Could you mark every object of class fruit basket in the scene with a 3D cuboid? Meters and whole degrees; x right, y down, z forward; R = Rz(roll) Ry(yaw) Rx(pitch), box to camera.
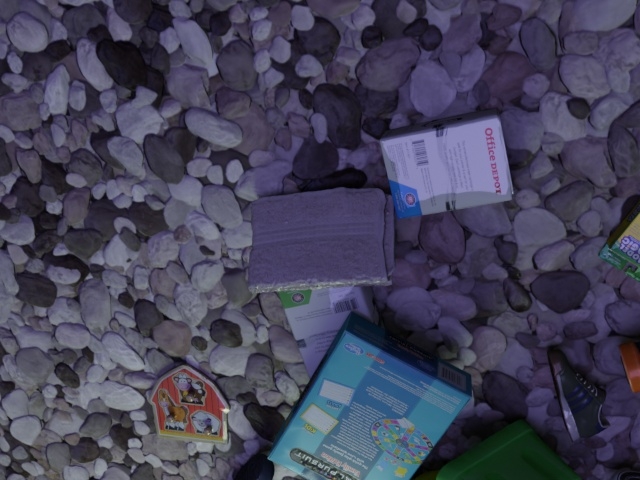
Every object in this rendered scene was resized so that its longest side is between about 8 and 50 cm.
[{"bbox_3d":[0.309,0.548,1.422,0.392,0.282,0.392,40,140,44],"label":"fruit basket"}]

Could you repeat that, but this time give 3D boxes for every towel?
[{"bbox_3d":[0.000,0.000,1.321,0.282,0.049,0.187,-5,67,16],"label":"towel"}]

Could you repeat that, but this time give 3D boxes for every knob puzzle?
[{"bbox_3d":[-0.292,0.361,1.590,0.213,0.030,0.213,5,110,13],"label":"knob puzzle"}]

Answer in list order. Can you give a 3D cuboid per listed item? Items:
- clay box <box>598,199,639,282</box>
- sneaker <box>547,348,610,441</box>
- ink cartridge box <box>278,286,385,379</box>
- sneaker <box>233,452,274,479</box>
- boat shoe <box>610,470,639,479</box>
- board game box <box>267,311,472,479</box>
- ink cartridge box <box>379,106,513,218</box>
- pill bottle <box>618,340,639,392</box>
[{"bbox_3d":[0.587,-0.021,1.217,0.127,0.053,0.222,32,113,2],"label":"clay box"},{"bbox_3d":[0.485,0.281,1.351,0.086,0.064,0.192,-16,105,11],"label":"sneaker"},{"bbox_3d":[0.030,0.152,1.398,0.160,0.092,0.219,-14,106,17],"label":"ink cartridge box"},{"bbox_3d":[-0.150,0.604,1.614,0.131,0.112,0.319,23,117,-13],"label":"sneaker"},{"bbox_3d":[0.657,0.480,1.359,0.219,0.078,0.070,19,141,-1],"label":"boat shoe"},{"bbox_3d":[0.087,0.332,1.361,0.253,0.079,0.336,28,115,-1],"label":"board game box"},{"bbox_3d":[0.220,-0.133,1.252,0.203,0.086,0.148,-9,107,16],"label":"ink cartridge box"},{"bbox_3d":[0.645,0.194,1.238,0.245,0.130,0.130,-16,105,19],"label":"pill bottle"}]
